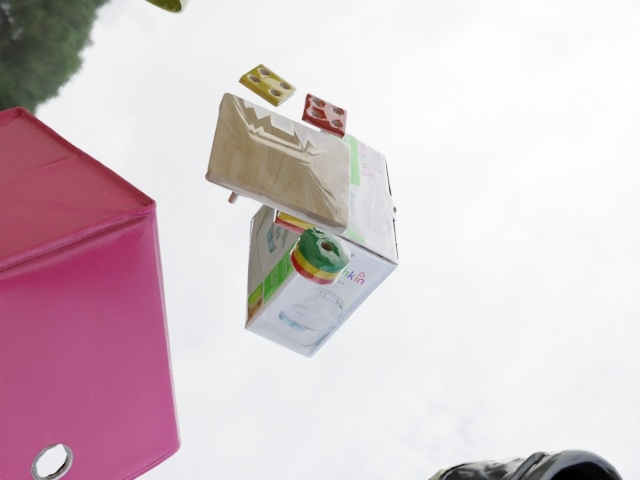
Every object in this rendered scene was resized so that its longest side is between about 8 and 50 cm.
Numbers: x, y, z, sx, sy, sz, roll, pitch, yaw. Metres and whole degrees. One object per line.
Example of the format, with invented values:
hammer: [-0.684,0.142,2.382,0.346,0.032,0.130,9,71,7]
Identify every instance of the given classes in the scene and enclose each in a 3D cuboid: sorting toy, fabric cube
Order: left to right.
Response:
fabric cube: [-0.294,0.072,0.870,0.254,0.258,0.259,-22,-142,-32]
sorting toy: [-0.041,-0.066,0.925,0.046,0.132,0.274,-58,-162,35]

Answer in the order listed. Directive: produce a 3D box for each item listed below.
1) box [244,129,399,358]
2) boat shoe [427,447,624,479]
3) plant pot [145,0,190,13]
box: [0.000,0.000,1.530,0.231,0.127,0.262,-49,-154,34]
boat shoe: [0.103,0.301,0.563,0.156,0.187,0.500,-35,-164,32]
plant pot: [-0.218,-0.527,1.444,0.275,0.275,0.293,28,-100,48]
